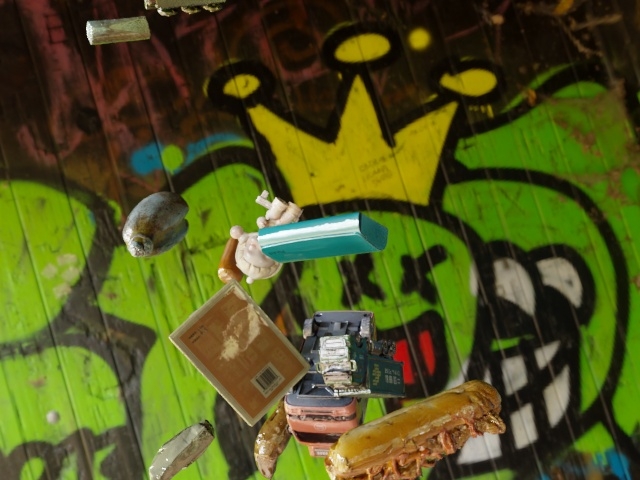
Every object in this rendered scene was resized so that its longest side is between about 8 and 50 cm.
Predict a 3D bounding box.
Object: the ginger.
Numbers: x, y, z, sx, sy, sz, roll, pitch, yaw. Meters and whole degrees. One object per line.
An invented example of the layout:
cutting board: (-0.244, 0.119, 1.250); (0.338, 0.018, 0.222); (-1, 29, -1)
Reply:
ginger: (-0.122, 0.581, 2.154); (0.309, 0.107, 0.133); (-61, -1, -23)

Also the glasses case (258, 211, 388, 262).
glasses case: (-0.001, 0.000, 1.588); (0.301, 0.070, 0.117); (-7, -23, 40)

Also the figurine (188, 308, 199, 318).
figurine: (-0.239, 0.251, 1.897); (0.287, 0.186, 0.176); (14, 31, 6)

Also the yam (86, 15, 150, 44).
yam: (-0.561, -0.583, 1.912); (0.169, 0.068, 0.068); (-11, -5, -15)

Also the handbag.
handbag: (-0.466, 0.703, 2.303); (0.253, 0.109, 0.316); (-39, -2, -13)

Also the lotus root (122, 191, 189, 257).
lotus root: (-0.463, -0.034, 1.882); (0.140, 0.158, 0.322); (14, 23, 8)

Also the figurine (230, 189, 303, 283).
figurine: (-0.158, -0.001, 1.911); (0.182, 0.256, 0.144); (28, 0, -26)

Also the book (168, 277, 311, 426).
book: (-0.153, 0.218, 1.339); (0.170, 0.241, 0.018); (-42, 12, -17)

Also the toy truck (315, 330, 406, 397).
toy truck: (0.086, 0.255, 1.394); (0.088, 0.121, 0.259); (-10, -18, 27)

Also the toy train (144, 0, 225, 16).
toy train: (-0.340, -0.622, 1.713); (0.225, 0.090, 0.137); (-16, 40, -28)

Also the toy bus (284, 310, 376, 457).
toy bus: (0.039, 0.377, 1.898); (0.203, 0.233, 0.427); (-2, 28, 14)

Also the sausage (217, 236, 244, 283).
sausage: (-0.333, 0.072, 2.676); (0.105, 0.105, 0.274); (-18, 28, 14)

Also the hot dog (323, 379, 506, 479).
hot dog: (0.173, 0.360, 1.235); (0.349, 0.117, 0.158); (-17, -23, -17)
